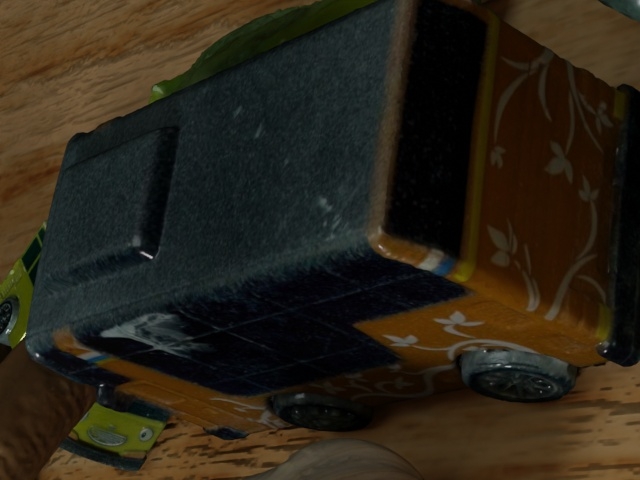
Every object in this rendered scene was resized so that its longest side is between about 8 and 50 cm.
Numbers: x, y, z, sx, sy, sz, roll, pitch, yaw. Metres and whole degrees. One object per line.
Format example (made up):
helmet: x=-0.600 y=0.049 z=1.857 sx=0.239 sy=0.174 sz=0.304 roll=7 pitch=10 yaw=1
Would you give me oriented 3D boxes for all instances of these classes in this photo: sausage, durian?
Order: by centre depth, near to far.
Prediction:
sausage: x=-0.137 y=0.059 z=1.025 sx=0.066 sy=0.066 sz=0.301 roll=-25 pitch=18 yaw=42
durian: x=-0.007 y=-0.099 z=1.051 sx=0.250 sy=0.101 sz=0.139 roll=-16 pitch=55 yaw=41

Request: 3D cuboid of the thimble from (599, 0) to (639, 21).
thimble: x=0.185 y=-0.173 z=0.769 sx=0.235 sy=0.198 sz=0.143 roll=26 pitch=88 yaw=49

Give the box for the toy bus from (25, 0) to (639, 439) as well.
toy bus: x=0.000 y=0.000 z=0.902 sx=0.323 sy=0.194 sz=0.161 roll=-17 pitch=57 yaw=46

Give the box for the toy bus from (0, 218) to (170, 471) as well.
toy bus: x=-0.158 y=0.068 z=1.152 sx=0.101 sy=0.088 sz=0.175 roll=-54 pitch=36 yaw=14

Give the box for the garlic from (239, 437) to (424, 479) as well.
garlic: x=-0.038 y=0.177 z=0.815 sx=0.199 sy=0.226 sz=0.199 roll=-37 pitch=41 yaw=40

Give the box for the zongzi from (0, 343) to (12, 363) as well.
zongzi: x=-0.330 y=0.119 z=1.204 sx=0.112 sy=0.242 sz=0.221 roll=-40 pitch=44 yaw=39
